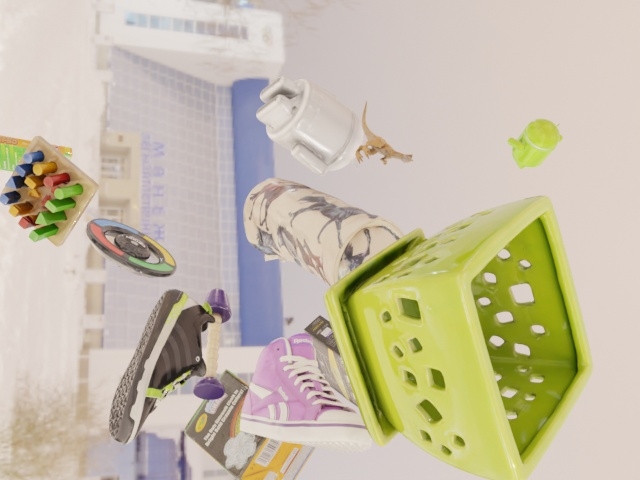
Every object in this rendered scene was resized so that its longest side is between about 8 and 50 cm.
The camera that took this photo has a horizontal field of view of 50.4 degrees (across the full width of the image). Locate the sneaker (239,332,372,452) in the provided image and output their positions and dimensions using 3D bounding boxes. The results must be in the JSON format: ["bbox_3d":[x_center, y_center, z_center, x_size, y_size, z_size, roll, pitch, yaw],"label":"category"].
[{"bbox_3d":[-0.024,0.209,0.972,0.282,0.102,0.161,-8,-115,52],"label":"sneaker"}]

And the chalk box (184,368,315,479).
[{"bbox_3d":[-0.176,0.438,1.598,0.289,0.179,0.180,23,-106,45],"label":"chalk box"}]

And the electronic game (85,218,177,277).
[{"bbox_3d":[-0.441,0.017,1.592,0.048,0.229,0.229,-57,-154,10],"label":"electronic game"}]

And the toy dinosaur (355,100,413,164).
[{"bbox_3d":[0.135,-0.239,1.668,0.211,0.112,0.064,47,-30,23],"label":"toy dinosaur"}]

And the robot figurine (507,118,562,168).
[{"bbox_3d":[0.408,-0.184,1.288,0.115,0.101,0.067,111,-38,-61],"label":"robot figurine"}]

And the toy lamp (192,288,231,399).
[{"bbox_3d":[-0.250,0.231,1.576,0.080,0.080,0.274,110,-14,-44],"label":"toy lamp"}]

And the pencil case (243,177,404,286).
[{"bbox_3d":[0.000,0.000,1.337,0.410,0.160,0.183,26,-47,55],"label":"pencil case"}]

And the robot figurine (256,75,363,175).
[{"bbox_3d":[-0.016,-0.333,1.991,0.200,0.353,0.300,-22,-130,45],"label":"robot figurine"}]

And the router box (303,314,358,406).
[{"bbox_3d":[0.085,0.418,2.246,0.243,0.081,0.309,30,-29,38],"label":"router box"}]

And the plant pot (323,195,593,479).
[{"bbox_3d":[0.145,0.098,0.751,0.207,0.228,0.227,-7,-73,43],"label":"plant pot"}]

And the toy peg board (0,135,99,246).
[{"bbox_3d":[-0.547,-0.090,1.321,0.161,0.160,0.079,-51,177,18],"label":"toy peg board"}]

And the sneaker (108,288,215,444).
[{"bbox_3d":[-0.193,0.162,0.888,0.084,0.097,0.234,-43,-157,43],"label":"sneaker"}]

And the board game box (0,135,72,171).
[{"bbox_3d":[-0.815,-0.227,1.824,0.124,0.259,0.039,-39,-124,45],"label":"board game box"}]
